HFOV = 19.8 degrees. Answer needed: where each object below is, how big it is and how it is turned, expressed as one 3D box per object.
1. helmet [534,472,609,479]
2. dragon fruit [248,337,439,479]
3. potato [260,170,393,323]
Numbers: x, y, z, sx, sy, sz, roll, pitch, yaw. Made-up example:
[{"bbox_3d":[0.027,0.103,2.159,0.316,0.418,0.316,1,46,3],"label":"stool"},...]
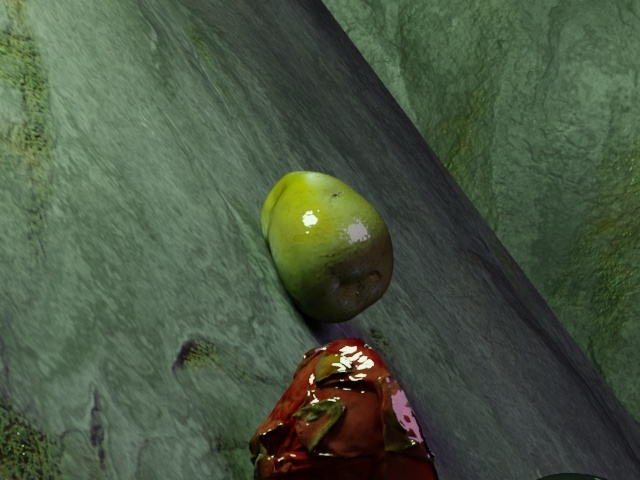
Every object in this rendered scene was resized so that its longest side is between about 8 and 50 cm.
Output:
[{"bbox_3d":[0.313,0.356,2.140,0.279,0.160,0.230,36,8,-27],"label":"helmet"},{"bbox_3d":[0.006,0.208,1.685,0.223,0.148,0.218,53,-21,44],"label":"dragon fruit"},{"bbox_3d":[0.000,0.000,2.173,0.157,0.157,0.194,38,7,-47],"label":"potato"}]
